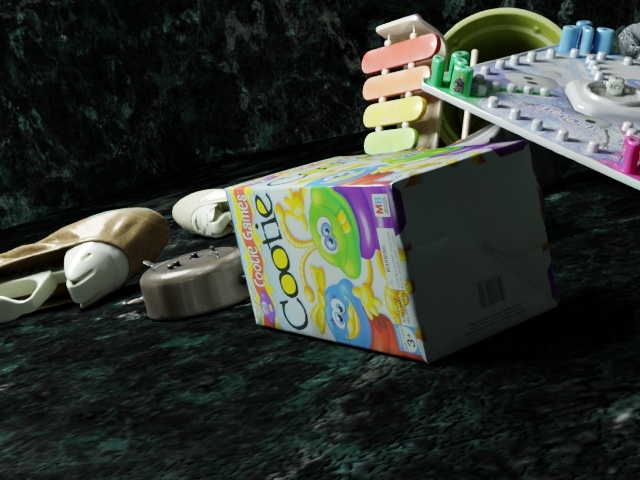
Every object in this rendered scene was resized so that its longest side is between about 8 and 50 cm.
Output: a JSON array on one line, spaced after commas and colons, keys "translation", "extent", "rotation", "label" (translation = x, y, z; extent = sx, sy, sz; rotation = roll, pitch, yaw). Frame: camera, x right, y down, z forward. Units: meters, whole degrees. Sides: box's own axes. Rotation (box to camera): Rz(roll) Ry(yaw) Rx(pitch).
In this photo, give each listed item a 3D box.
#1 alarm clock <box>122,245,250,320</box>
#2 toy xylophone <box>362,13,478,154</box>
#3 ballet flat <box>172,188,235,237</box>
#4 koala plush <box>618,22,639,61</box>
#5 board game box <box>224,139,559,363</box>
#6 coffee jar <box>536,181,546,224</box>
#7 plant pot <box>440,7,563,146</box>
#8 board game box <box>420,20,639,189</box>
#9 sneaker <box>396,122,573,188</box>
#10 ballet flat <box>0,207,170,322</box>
[{"translation": [-0.126, 0.045, 1.080], "extent": [0.192, 0.064, 0.129], "rotation": [-4, 13, 30], "label": "alarm clock"}, {"translation": [0.158, -0.224, 1.583], "extent": [0.081, 0.322, 0.236], "rotation": [9, -13, -33], "label": "toy xylophone"}, {"translation": [-0.148, -0.045, 1.597], "extent": [0.248, 0.086, 0.086], "rotation": [-9, 10, 18], "label": "ballet flat"}, {"translation": [0.621, -0.265, 1.527], "extent": [0.221, 0.196, 0.203], "rotation": [-11, 21, 13], "label": "koala plush"}, {"translation": [0.050, 0.001, 0.828], "extent": [0.144, 0.142, 0.275], "rotation": [-19, 11, -30], "label": "board game box"}, {"translation": [0.190, -0.042, 1.085], "extent": [0.096, 0.079, 0.184], "rotation": [-14, 10, -6], "label": "coffee jar"}, {"translation": [0.337, -0.263, 1.737], "extent": [0.276, 0.276, 0.254], "rotation": [-12, -2, 10], "label": "plant pot"}, {"translation": [0.407, -0.204, 1.295], "extent": [0.390, 0.050, 0.390], "rotation": [-20, 40, -37], "label": "board game box"}, {"translation": [0.209, -0.115, 1.349], "extent": [0.321, 0.124, 0.180], "rotation": [-19, 12, -30], "label": "sneaker"}, {"translation": [-0.369, 0.051, 1.271], "extent": [0.342, 0.116, 0.124], "rotation": [-14, 30, -2], "label": "ballet flat"}]
